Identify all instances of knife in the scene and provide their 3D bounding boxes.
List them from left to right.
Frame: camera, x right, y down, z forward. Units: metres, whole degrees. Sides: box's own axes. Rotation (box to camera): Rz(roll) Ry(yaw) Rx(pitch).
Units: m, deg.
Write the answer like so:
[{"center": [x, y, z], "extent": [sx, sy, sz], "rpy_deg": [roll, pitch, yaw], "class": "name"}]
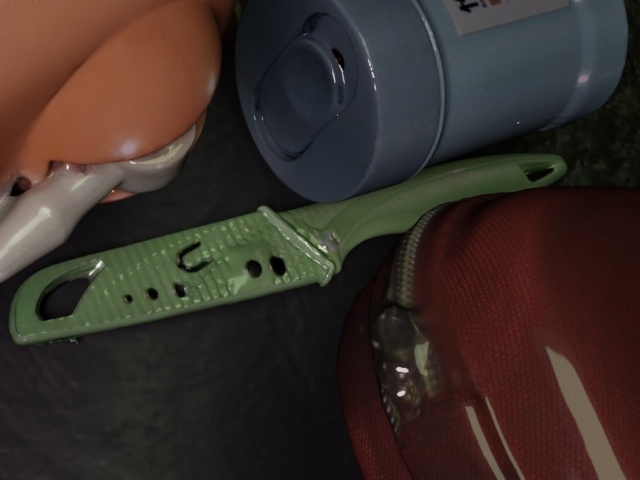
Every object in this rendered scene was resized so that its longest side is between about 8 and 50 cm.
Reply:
[{"center": [0.001, -0.001, 0.606], "extent": [0.293, 0.020, 0.043], "rpy_deg": [-14, 68, -30], "class": "knife"}]

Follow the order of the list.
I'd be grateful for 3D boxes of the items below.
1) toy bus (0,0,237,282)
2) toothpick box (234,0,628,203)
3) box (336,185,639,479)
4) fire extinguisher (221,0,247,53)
[{"center": [-0.156, -0.083, 0.450], "extent": [0.287, 0.194, 0.232], "rpy_deg": [-36, 82, -27], "class": "toy bus"}, {"center": [0.051, -0.084, 0.622], "extent": [0.153, 0.101, 0.101], "rpy_deg": [-20, 74, -35], "class": "toothpick box"}, {"center": [0.155, 0.160, 0.500], "extent": [0.263, 0.108, 0.404], "rpy_deg": [-5, 65, -55], "class": "box"}, {"center": [-0.090, -0.082, 0.589], "extent": [0.158, 0.043, 0.064], "rpy_deg": [-31, 103, -35], "class": "fire extinguisher"}]
